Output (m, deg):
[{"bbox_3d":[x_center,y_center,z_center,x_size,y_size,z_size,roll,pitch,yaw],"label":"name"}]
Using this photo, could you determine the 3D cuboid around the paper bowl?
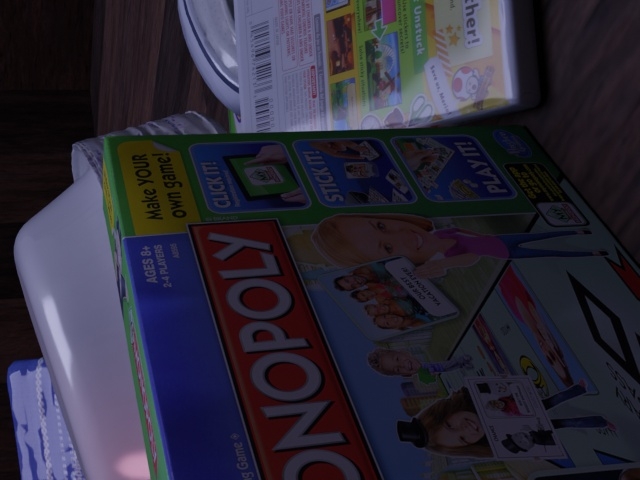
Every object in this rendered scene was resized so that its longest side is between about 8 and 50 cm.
[{"bbox_3d":[-0.110,0.066,0.706,0.284,0.148,0.284,162,90,-72],"label":"paper bowl"}]

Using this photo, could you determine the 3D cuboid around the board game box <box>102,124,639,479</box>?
[{"bbox_3d":[0.039,0.054,0.396,0.317,0.214,0.046,-114,27,-51],"label":"board game box"}]

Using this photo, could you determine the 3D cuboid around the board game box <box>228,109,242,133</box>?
[{"bbox_3d":[-0.057,-0.176,1.012,0.259,0.039,0.124,134,132,-72],"label":"board game box"}]

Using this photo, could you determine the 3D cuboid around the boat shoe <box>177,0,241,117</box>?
[{"bbox_3d":[-0.034,-0.268,0.737,0.156,0.136,0.367,100,170,-66],"label":"boat shoe"}]

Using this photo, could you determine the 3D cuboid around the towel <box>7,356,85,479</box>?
[{"bbox_3d":[-0.139,0.221,0.934,0.040,0.336,0.243,-16,-79,-61],"label":"towel"}]

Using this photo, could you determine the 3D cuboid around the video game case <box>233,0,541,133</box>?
[{"bbox_3d":[0.024,-0.168,0.588,0.206,0.026,0.226,-8,84,45],"label":"video game case"}]
